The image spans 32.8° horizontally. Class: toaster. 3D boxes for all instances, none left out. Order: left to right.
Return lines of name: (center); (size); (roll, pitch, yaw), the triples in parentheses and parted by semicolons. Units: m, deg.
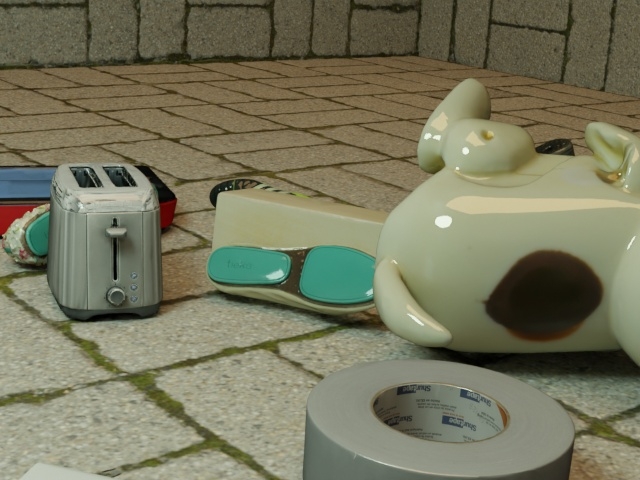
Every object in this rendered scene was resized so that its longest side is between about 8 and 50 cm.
toaster: (-0.259, -0.007, 1.295); (0.129, 0.146, 0.227); (-1, 17, -18)

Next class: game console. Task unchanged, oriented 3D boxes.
game console: (-0.428, -0.075, 1.648); (0.387, 0.060, 0.342); (-1, 17, -17)

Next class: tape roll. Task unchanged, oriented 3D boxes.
tape roll: (0.095, 0.172, 0.898); (0.219, 0.072, 0.219); (3, 17, -1)

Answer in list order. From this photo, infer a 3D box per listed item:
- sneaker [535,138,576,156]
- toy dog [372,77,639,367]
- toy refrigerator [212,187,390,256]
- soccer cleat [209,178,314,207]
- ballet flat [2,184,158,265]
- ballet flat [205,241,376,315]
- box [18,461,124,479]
sneaker: (0.318, -0.065, 1.765); (0.227, 0.130, 0.087); (-22, 19, 9)
toy dog: (0.287, 0.011, 1.137); (0.408, 0.284, 0.395); (13, 19, 23)
toy refrigerator: (0.000, 0.000, 1.436); (0.269, 0.094, 0.102); (12, 11, 23)
soccer cleat: (-0.089, -0.055, 1.657); (0.179, 0.060, 0.072); (10, 19, 11)
ballet flat: (-0.325, -0.034, 1.448); (0.077, 0.091, 0.241); (-9, 11, 42)
ballet flat: (-0.017, 0.047, 1.294); (0.248, 0.086, 0.086); (9, 17, 26)
box: (-0.151, 0.207, 0.668); (0.102, 0.101, 0.087); (9, 17, 11)
